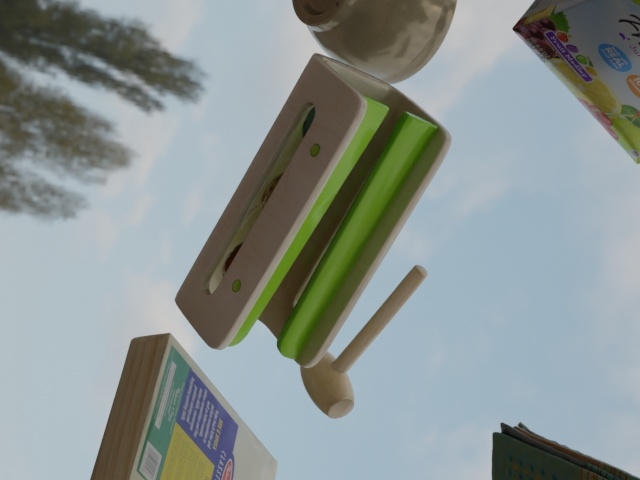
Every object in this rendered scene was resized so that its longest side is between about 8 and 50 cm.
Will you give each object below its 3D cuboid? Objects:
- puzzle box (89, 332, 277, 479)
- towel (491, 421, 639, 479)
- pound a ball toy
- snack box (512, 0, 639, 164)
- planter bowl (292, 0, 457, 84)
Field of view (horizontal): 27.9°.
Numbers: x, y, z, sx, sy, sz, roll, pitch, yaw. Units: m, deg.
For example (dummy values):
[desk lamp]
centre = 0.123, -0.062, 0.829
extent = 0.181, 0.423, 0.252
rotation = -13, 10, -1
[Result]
[puzzle box]
centre = -0.155, 0.335, 1.314
extent = 0.052, 0.272, 0.409
rotation = -9, -134, 24
[towel]
centre = 0.295, 0.353, 1.224
extent = 0.370, 0.040, 0.272
rotation = 18, -69, 52
[pound a ball toy]
centre = 0.000, 0.000, 1.243
extent = 0.319, 0.208, 0.136
rotation = -59, -137, 16
[snack box]
centre = 0.280, -0.152, 1.038
extent = 0.070, 0.174, 0.207
rotation = -52, -164, -19
[planter bowl]
centre = 0.041, -0.245, 1.277
extent = 0.162, 0.109, 0.162
rotation = -15, -110, 48
